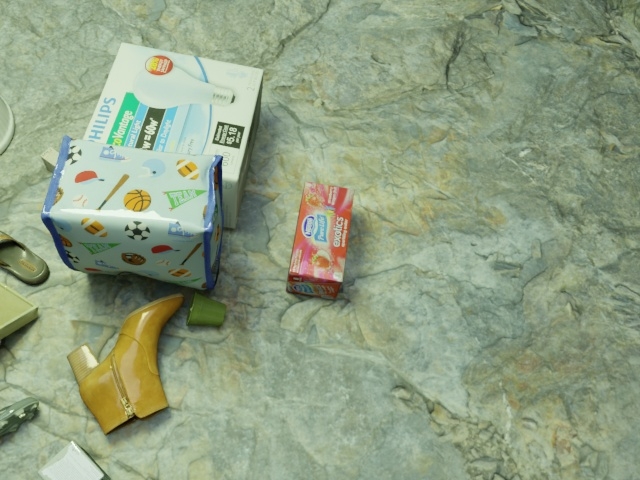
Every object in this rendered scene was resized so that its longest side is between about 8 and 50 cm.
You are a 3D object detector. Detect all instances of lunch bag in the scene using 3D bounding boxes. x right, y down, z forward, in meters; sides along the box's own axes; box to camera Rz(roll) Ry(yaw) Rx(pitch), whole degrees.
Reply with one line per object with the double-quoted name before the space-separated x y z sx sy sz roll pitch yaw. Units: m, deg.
"lunch bag" -0.375 -0.029 1.432 0.328 0.385 0.238 7 59 -3

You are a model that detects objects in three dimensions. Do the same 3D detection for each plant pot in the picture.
"plant pot" -0.260 0.164 1.530 0.079 0.083 0.083 16 62 -14

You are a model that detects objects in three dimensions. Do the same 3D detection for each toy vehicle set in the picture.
"toy vehicle set" -0.774 0.124 1.443 0.267 0.035 0.166 30 28 11

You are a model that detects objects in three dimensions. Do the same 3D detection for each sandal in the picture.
"sandal" -0.730 0.029 1.539 0.219 0.060 0.090 30 64 8

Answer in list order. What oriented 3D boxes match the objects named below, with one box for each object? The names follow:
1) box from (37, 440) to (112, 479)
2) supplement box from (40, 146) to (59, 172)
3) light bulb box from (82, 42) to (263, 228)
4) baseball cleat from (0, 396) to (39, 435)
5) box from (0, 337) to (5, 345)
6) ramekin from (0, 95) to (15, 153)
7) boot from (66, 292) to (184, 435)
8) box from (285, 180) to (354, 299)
"box" -0.486 0.470 1.327 0.102 0.101 0.087 42 66 13
"supplement box" -0.639 -0.179 1.654 0.098 0.062 0.036 35 65 9
"light bulb box" -0.349 -0.255 1.633 0.361 0.225 0.357 10 59 -3
"baseball cleat" -0.691 0.369 1.369 0.206 0.072 0.109 -35 66 -25
"box" -0.804 0.209 1.377 0.183 0.056 0.231 27 29 6
"ramekin" -0.913 -0.309 1.647 0.273 0.127 0.272 3 63 -6
"boot" -0.379 0.268 1.453 0.295 0.104 0.211 -33 77 -16
"box" 0.000 0.000 1.614 0.128 0.122 0.256 10 63 -1
